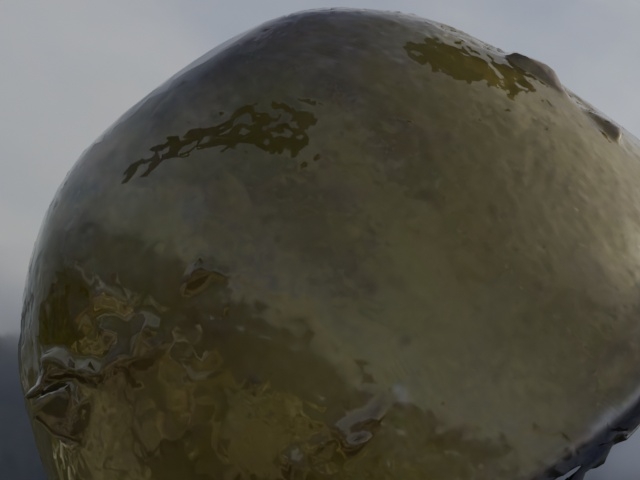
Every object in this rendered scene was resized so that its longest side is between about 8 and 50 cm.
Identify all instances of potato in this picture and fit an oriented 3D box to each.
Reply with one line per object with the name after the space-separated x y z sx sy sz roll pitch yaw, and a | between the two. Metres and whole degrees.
0.000 0.000 0.448 0.117 0.202 0.182 61 -1 -13 | potato
